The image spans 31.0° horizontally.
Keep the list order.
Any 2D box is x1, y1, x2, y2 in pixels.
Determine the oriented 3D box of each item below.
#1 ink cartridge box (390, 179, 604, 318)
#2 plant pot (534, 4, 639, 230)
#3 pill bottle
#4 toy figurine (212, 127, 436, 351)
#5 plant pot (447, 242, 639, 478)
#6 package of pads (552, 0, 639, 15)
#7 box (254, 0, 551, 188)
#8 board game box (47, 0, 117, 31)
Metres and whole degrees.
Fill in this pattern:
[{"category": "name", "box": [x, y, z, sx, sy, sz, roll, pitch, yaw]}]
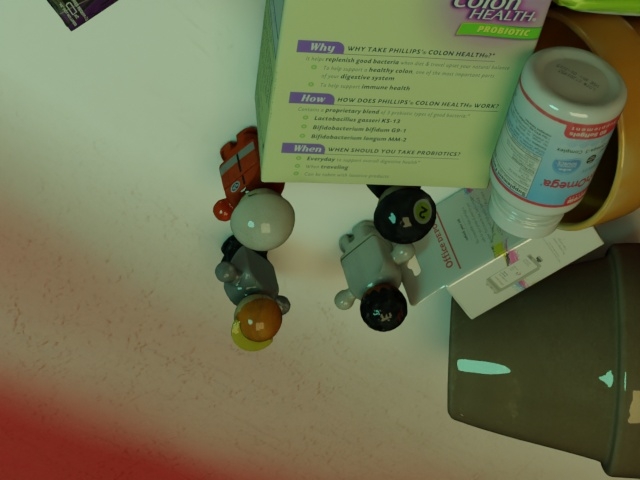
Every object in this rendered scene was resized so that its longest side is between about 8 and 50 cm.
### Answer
[{"category": "ink cartridge box", "box": [0.178, -0.001, 1.206, 0.198, 0.115, 0.067, -31, 131, 14]}, {"category": "plant pot", "box": [0.289, -0.130, 1.084, 0.188, 0.205, 0.205, -15, 134, -22]}, {"category": "pill bottle", "box": [0.194, -0.078, 0.978, 0.087, 0.087, 0.160, -2, 139, -12]}, {"category": "toy figurine", "box": [0.000, 0.000, 1.138, 0.213, 0.148, 0.209, -3, 130, -13]}, {"category": "plant pot", "box": [0.258, 0.127, 1.278, 0.229, 0.263, 0.263, 2, 132, 9]}, {"category": "package of pads", "box": [0.330, -0.296, 0.965, 0.297, 0.101, 0.229, -1, 115, -15]}, {"category": "box", "box": [0.061, -0.170, 0.997, 0.214, 0.117, 0.243, 1, 139, -9]}, {"category": "board game box", "box": [-0.166, -0.313, 0.791, 0.208, 0.056, 0.347, -39, 151, -6]}]
